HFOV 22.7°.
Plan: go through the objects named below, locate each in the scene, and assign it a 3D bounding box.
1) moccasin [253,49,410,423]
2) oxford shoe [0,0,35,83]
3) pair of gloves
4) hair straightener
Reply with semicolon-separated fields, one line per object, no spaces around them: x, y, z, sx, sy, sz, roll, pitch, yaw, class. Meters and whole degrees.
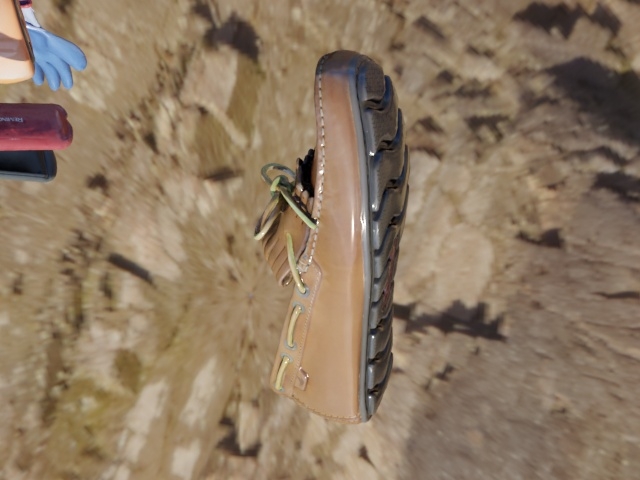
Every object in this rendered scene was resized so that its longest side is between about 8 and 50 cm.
0.001;-0.002;1.463;0.147;0.139;0.380;12;132;12;moccasin
-0.327;-0.234;1.293;0.133;0.363;0.130;-18;126;-8;oxford shoe
-0.339;-0.214;1.642;0.198;0.159;0.023;10;64;14;pair of gloves
-0.288;-0.051;1.084;0.230;0.089;0.047;-6;59;-29;hair straightener
